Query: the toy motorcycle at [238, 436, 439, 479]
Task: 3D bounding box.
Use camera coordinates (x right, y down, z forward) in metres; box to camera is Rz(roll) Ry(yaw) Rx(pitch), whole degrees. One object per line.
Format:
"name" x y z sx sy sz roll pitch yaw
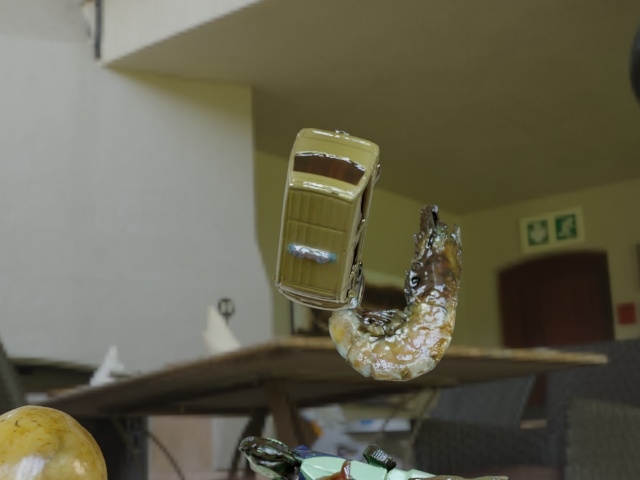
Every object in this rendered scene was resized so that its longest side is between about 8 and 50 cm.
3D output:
"toy motorcycle" 0.040 0.368 1.656 0.331 0.125 0.196 17 -23 13

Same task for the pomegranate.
"pomegranate" -0.355 0.300 1.364 0.196 0.196 0.196 -2 -13 0

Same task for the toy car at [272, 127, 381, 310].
"toy car" 0.000 0.000 1.296 0.101 0.124 0.256 14 -47 6

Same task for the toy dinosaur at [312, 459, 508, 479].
"toy dinosaur" 0.100 0.319 1.102 0.327 0.206 0.113 -6 -15 24

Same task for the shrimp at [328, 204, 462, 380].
"shrimp" 0.136 0.088 2.053 0.233 0.364 0.071 1 -30 14
